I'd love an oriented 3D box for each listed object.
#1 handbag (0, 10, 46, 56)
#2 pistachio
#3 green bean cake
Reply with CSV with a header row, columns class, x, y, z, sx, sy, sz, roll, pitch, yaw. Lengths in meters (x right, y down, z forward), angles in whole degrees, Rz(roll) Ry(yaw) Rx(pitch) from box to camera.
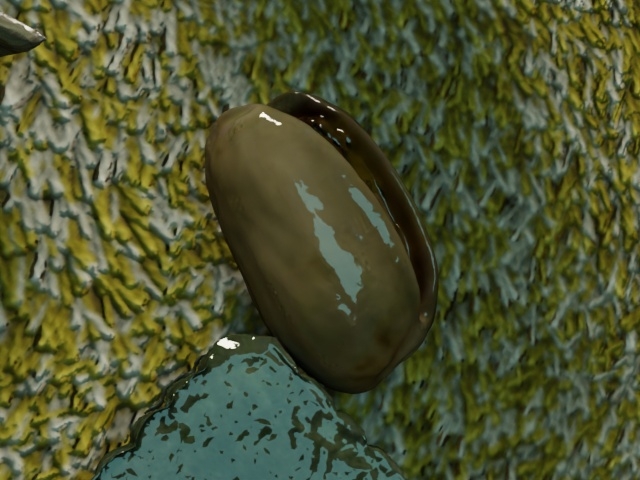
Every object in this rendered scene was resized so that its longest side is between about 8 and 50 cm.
class,x,y,z,sx,sy,sz,roll,pitch,yaw
handbag,-0.292,-0.061,0.579,0.182,0.117,0.270,22,74,3
pistachio,0.000,0.000,0.662,0.131,0.129,0.206,-30,85,26
green bean cake,-0.049,0.174,0.624,0.185,0.094,0.183,47,75,-8
